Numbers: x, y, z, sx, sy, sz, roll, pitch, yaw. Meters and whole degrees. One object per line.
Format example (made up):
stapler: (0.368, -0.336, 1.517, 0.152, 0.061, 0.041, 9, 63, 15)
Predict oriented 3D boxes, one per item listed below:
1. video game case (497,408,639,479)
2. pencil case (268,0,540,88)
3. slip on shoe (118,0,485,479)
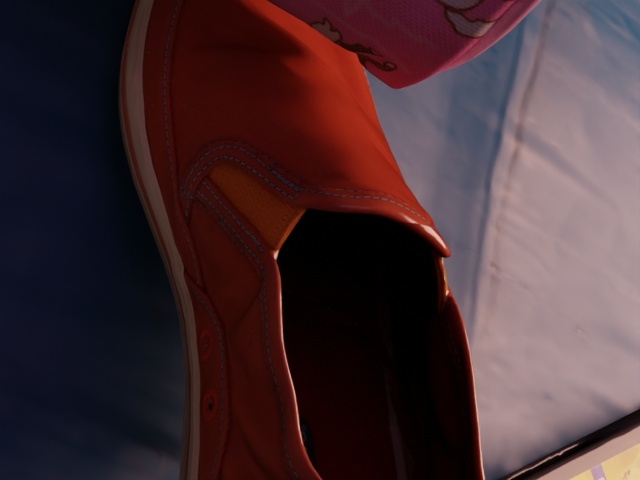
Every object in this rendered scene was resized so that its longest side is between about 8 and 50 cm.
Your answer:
video game case: (0.128, 0.233, 0.666, 0.248, 0.035, 0.274, -17, 88, -40)
pencil case: (-0.063, -0.222, 0.512, 0.386, 0.160, 0.167, 35, 63, -11)
slip on shoe: (0.000, 0.000, 0.559, 0.123, 0.101, 0.331, 16, 52, -33)
